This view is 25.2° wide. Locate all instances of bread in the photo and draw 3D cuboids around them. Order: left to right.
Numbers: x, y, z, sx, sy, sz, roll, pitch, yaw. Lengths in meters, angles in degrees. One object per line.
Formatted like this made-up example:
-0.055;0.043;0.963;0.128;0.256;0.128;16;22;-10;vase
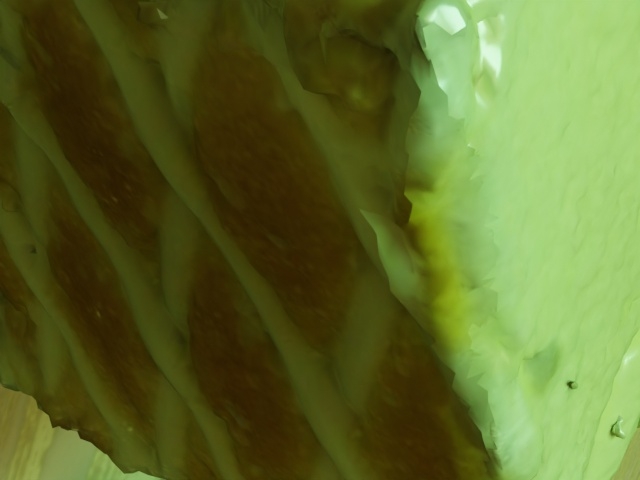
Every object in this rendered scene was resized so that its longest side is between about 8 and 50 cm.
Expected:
-0.002;-0.075;0.643;0.279;0.371;0.390;-45;143;-30;bread
